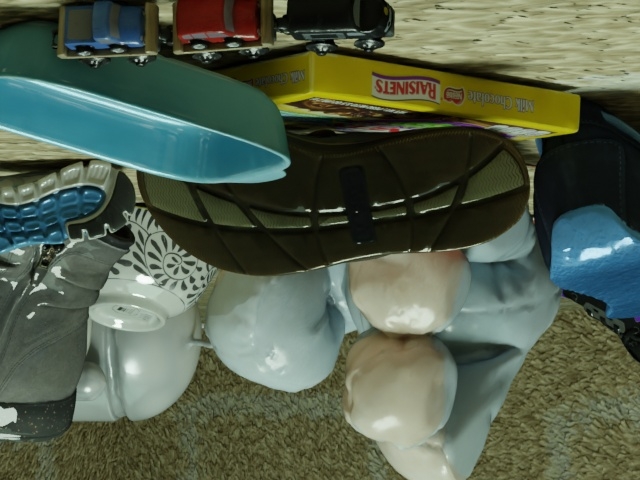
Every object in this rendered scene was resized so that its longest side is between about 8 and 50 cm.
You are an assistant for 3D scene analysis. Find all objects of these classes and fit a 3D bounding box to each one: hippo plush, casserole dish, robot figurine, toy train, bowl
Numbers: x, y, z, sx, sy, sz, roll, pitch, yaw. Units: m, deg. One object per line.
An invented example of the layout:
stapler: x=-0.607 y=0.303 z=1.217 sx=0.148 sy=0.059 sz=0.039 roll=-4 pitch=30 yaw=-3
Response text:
hippo plush: x=0.040 y=0.011 z=1.254 sx=0.237 sy=0.294 sz=0.234 roll=18 pitch=141 yaw=32
casserole dish: x=-0.100 y=-0.068 z=0.860 sx=0.188 sy=0.037 sz=0.114 roll=16 pitch=167 yaw=-32
robot figurine: x=-0.289 y=0.107 z=1.976 sx=0.354 sy=0.199 sz=0.300 roll=0 pitch=-158 yaw=3
toy train: x=-0.046 y=-0.094 z=0.762 sx=0.158 sy=0.027 sz=0.036 roll=-2 pitch=171 yaw=13
bowl: x=-0.176 y=0.036 z=1.611 sx=0.170 sy=0.080 sz=0.170 roll=7 pitch=158 yaw=3

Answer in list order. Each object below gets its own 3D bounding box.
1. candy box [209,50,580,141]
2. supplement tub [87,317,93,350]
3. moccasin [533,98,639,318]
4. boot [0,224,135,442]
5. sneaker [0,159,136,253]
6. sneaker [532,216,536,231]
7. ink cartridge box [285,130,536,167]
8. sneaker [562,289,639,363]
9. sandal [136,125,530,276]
candy box: x=0.039 y=-0.076 z=0.966 sx=0.206 sy=0.027 sz=0.105 roll=4 pitch=177 yaw=-40
supplement tub: x=-0.355 y=0.074 z=1.660 sx=0.191 sy=0.191 sz=0.272 roll=-2 pitch=174 yaw=18
moccasin: x=0.228 y=-0.021 z=1.147 sx=0.138 sy=0.116 sz=0.342 roll=-15 pitch=166 yaw=16
boot: x=-0.332 y=0.052 z=1.406 sx=0.338 sy=0.222 sz=0.118 roll=-2 pitch=-147 yaw=-35
sneaker: x=-0.232 y=-0.020 z=1.305 sx=0.191 sy=0.071 sz=0.083 roll=-5 pitch=-176 yaw=-3
sneaker: x=0.249 y=0.005 z=1.647 sx=0.061 sy=0.064 sz=0.158 roll=3 pitch=174 yaw=-31
ink cartridge box: x=0.033 y=-0.040 z=1.061 sx=0.179 sy=0.045 sz=0.145 roll=10 pitch=-176 yaw=16
sneaker: x=0.317 y=0.059 z=1.793 sx=0.293 sy=0.146 sz=0.102 roll=-5 pitch=173 yaw=38
sandal: x=0.007 y=-0.033 z=0.962 sx=0.219 sy=0.090 sz=0.060 roll=-6 pitch=-163 yaw=12
